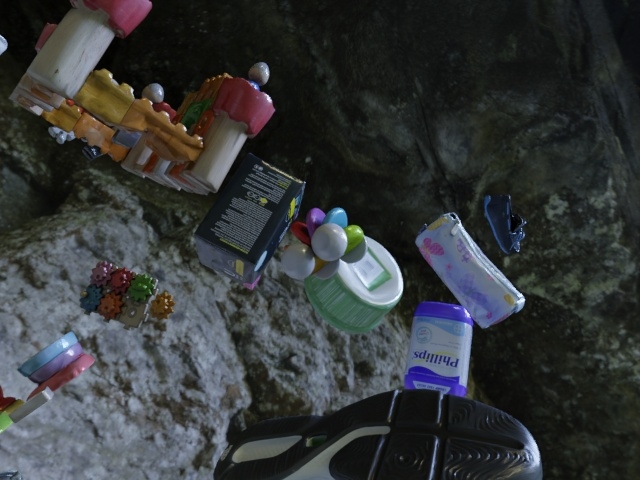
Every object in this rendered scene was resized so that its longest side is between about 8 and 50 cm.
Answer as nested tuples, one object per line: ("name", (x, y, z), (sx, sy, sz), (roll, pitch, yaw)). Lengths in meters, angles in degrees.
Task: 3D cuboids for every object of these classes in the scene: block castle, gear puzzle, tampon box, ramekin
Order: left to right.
("gear puzzle", (-0.589, 0.175, 1.384), (0.338, 0.044, 0.176), (14, -103, 19))
("block castle", (-0.298, -0.247, 0.748), (0.303, 0.453, 0.213), (34, -102, -36))
("tampon box", (-0.109, -0.026, 0.718), (0.101, 0.161, 0.120), (27, -24, 2))
("ramekin", (0.114, 0.125, 1.443), (0.303, 0.303, 0.148), (30, -47, -11))

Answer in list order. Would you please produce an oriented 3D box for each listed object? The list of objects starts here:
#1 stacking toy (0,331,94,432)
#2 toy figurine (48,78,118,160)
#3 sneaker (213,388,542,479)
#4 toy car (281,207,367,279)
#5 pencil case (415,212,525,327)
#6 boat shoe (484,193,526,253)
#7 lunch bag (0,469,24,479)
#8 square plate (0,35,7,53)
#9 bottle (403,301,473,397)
("stacking toy", (-0.668, 0.316, 0.968), (0.309, 0.279, 0.130), (-36, -83, -9))
("toy figurine", (-0.618, -0.341, 1.198), (0.213, 0.148, 0.210), (24, -38, 20))
("sneaker", (0.088, 0.366, 0.626), (0.447, 0.169, 0.258), (-17, -74, 28))
("toy car", (0.000, 0.000, 0.965), (0.182, 0.159, 0.136), (-32, -110, 24))
("pencil case", (0.341, 0.066, 1.052), (0.124, 0.113, 0.273), (-47, -115, 33))
("boat shoe", (0.592, -0.042, 1.430), (0.089, 0.109, 0.258), (-15, -40, 31))
("lunch bag", (-0.634, 0.517, 0.781), (0.287, 0.235, 0.169), (-37, -111, 49))
("square plate", (-0.487, -0.148, 0.293), (0.347, 0.049, 0.344), (-25, -28, 12))
("bottle", (0.221, 0.264, 0.880), (0.118, 0.283, 0.092), (4, -23, 25))
